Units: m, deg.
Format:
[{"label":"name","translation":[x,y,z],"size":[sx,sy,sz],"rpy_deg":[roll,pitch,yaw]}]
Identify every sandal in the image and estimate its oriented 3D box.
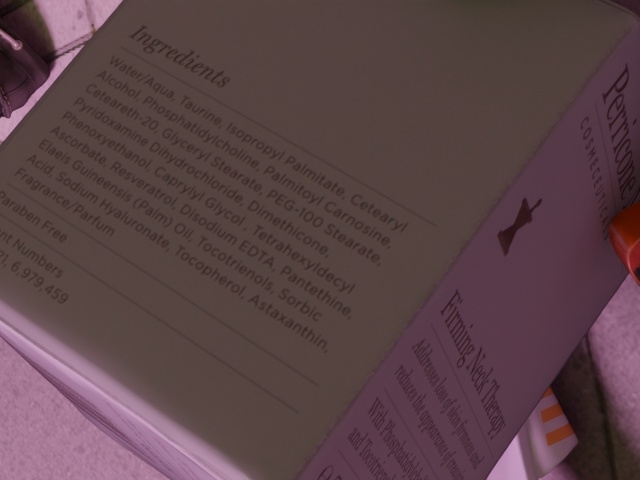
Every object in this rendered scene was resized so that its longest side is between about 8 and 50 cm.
[{"label":"sandal","translation":[0.182,0.197,1.318],"size":[0.102,0.076,0.265],"rpy_deg":[148,112,-65]}]

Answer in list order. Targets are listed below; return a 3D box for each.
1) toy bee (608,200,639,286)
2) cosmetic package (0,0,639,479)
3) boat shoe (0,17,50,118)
[{"label":"toy bee","translation":[0.362,-0.027,1.053],"size":[0.298,0.195,0.162],"rpy_deg":[-29,113,29]},{"label":"cosmetic package","translation":[0.000,0.000,1.113],"size":[0.327,0.393,0.329],"rpy_deg":[31,166,26]},{"label":"boat shoe","translation":[-0.406,-0.261,1.608],"size":[0.335,0.095,0.112],"rpy_deg":[52,165,15]}]
